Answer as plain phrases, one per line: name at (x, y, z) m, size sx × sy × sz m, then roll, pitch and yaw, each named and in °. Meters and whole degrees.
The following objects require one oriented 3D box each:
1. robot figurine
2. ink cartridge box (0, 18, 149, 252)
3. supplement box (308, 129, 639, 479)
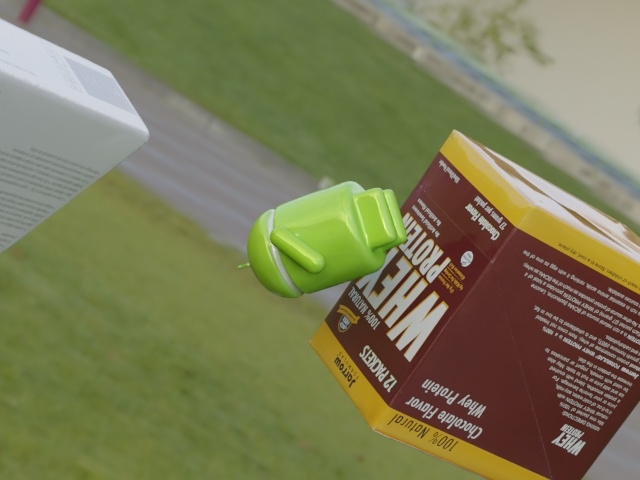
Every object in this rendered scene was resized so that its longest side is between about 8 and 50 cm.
robot figurine at (0.000, 0.000, 1.335) m, size 0.101 × 0.115 × 0.067 m, roll -1°, pitch 73°, yaw -71°
ink cartridge box at (-0.272, -0.032, 1.168) m, size 0.066 × 0.261 × 0.296 m, roll 56°, pitch 11°, yaw 17°
supplement box at (0.135, 0.060, 1.400) m, size 0.191 × 0.194 × 0.129 m, roll 26°, pitch 14°, yaw -33°
